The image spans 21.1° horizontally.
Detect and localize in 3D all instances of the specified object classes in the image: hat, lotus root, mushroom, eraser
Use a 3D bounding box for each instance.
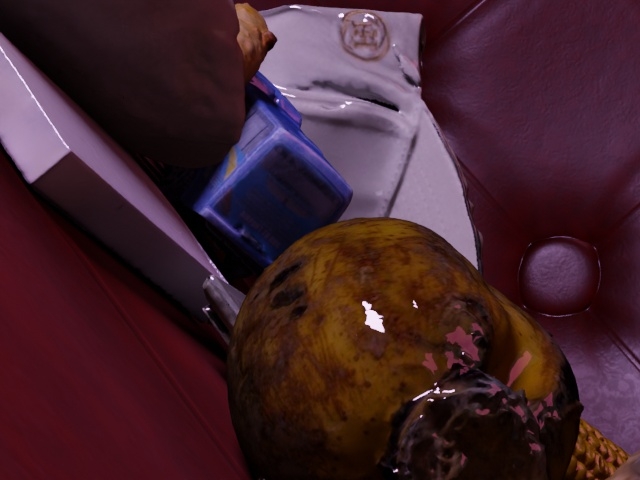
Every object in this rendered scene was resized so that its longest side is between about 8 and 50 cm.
[{"bbox_3d":[0.005,-0.005,1.246,0.258,0.168,0.301,99,-22,-67],"label":"hat"},{"bbox_3d":[0.023,0.053,0.611,0.120,0.120,0.209,49,2,-16],"label":"lotus root"},{"bbox_3d":[-0.141,-0.154,0.766,0.350,0.128,0.128,43,5,-33],"label":"mushroom"},{"bbox_3d":[-0.099,-0.032,0.724,0.104,0.023,0.150,52,3,33],"label":"eraser"}]

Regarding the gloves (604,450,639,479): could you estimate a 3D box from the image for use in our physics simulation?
[{"bbox_3d":[0.168,0.178,0.545,0.203,0.155,0.356,13,-20,45],"label":"gloves"}]

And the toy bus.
[{"bbox_3d":[-0.049,-0.049,1.056,0.079,0.094,0.236,49,3,-23],"label":"toy bus"}]

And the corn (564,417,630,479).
[{"bbox_3d":[0.166,0.182,1.160,0.322,0.119,0.119,47,3,-36],"label":"corn"}]

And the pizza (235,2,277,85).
[{"bbox_3d":[-0.108,-0.130,0.997,0.161,0.062,0.182,36,27,27],"label":"pizza"}]

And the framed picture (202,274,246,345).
[{"bbox_3d":[0.037,0.122,0.803,0.217,0.017,0.274,53,3,17],"label":"framed picture"}]
